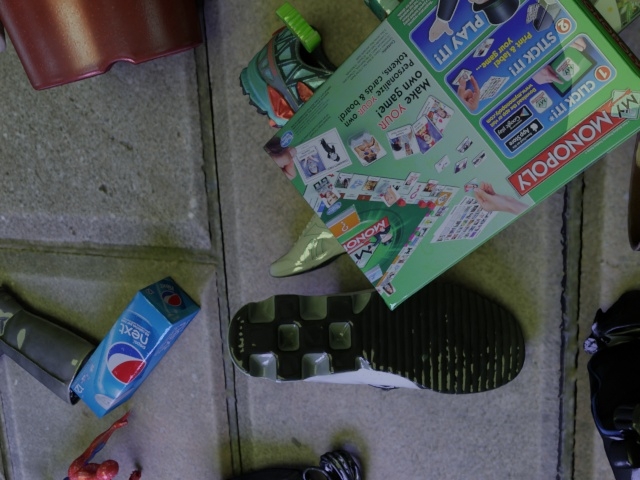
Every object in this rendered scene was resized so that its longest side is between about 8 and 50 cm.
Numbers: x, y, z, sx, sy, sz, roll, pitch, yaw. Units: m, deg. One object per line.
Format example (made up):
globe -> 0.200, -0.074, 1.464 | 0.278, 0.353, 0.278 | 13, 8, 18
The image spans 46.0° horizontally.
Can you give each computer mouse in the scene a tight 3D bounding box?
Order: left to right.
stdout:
computer mouse -> -0.061, 0.377, 1.026 | 0.272, 0.072, 0.189 | -11, 97, 13

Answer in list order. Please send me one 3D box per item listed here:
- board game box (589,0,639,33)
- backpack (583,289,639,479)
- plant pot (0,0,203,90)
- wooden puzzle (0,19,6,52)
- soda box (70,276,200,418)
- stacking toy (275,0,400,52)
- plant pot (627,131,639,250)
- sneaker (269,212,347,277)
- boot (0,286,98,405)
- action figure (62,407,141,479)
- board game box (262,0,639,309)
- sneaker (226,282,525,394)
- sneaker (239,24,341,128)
board game box -> 0.263, -0.330, 0.649 | 0.303, 0.097, 0.224 | -42, 85, 16
backpack -> 0.390, 0.157, 0.665 | 0.263, 0.276, 0.213 | -23, 98, 21
plant pot -> -0.261, -0.320, 0.831 | 0.272, 0.272, 0.265 | -8, 109, 25
wooden puzzle -> -0.428, -0.371, 0.871 | 0.044, 0.239, 0.221 | -20, 58, -1
soda box -> -0.259, 0.150, 1.045 | 0.067, 0.071, 0.210 | 43, 116, 8
stacking toy -> 0.086, -0.215, 0.768 | 0.167, 0.052, 0.221 | -43, 83, -1
plant pot -> 0.374, -0.062, 0.668 | 0.165, 0.167, 0.167 | 8, 107, 13
sneaker -> 0.000, 0.000, 0.907 | 0.152, 0.053, 0.061 | -26, 83, 21
boot -> -0.445, 0.184, 1.146 | 0.208, 0.076, 0.190 | 30, 116, 7
action figure -> -0.333, 0.353, 1.133 | 0.091, 0.139, 0.280 | 50, 139, 1
board game box -> 0.113, -0.103, 0.688 | 0.317, 0.046, 0.214 | -40, 87, 34
sneaker -> 0.065, 0.113, 0.881 | 0.330, 0.146, 0.123 | 4, 80, 1
sneaker -> 0.029, -0.137, 0.825 | 0.262, 0.104, 0.125 | 44, 114, 7
